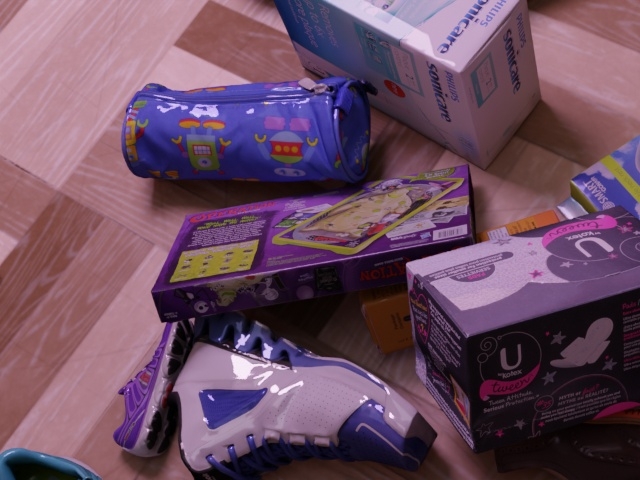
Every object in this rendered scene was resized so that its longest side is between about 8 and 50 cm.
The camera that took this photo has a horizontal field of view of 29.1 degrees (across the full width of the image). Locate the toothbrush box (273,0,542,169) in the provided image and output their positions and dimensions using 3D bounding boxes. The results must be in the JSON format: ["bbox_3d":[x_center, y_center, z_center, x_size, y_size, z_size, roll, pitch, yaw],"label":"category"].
[{"bbox_3d":[0.098,-0.241,1.442,0.296,0.216,0.126,32,76,25],"label":"toothbrush box"}]

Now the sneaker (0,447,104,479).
[{"bbox_3d":[-0.237,0.301,1.314,0.275,0.110,0.107,21,70,23],"label":"sneaker"}]

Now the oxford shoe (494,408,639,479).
[{"bbox_3d":[0.307,0.214,1.235,0.271,0.097,0.098,7,83,25],"label":"oxford shoe"}]

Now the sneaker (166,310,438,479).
[{"bbox_3d":[-0.043,0.203,1.316,0.316,0.127,0.182,22,75,31],"label":"sneaker"}]

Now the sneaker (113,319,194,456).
[{"bbox_3d":[-0.192,0.159,1.402,0.071,0.068,0.169,9,67,25],"label":"sneaker"}]

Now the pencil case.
[{"bbox_3d":[-0.087,-0.134,1.475,0.306,0.133,0.119,1,43,19],"label":"pencil case"}]

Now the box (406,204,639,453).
[{"bbox_3d":[0.228,0.079,1.218,0.247,0.142,0.163,-14,29,-13],"label":"box"}]

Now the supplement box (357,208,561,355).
[{"bbox_3d":[0.159,0.046,1.345,0.234,0.078,0.080,-18,33,4],"label":"supplement box"}]

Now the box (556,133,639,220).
[{"bbox_3d":[0.365,-0.060,1.377,0.178,0.042,0.109,-34,60,-4],"label":"box"}]

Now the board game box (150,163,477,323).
[{"bbox_3d":[0.000,0.000,1.377,0.347,0.056,0.208,-10,28,11],"label":"board game box"}]
